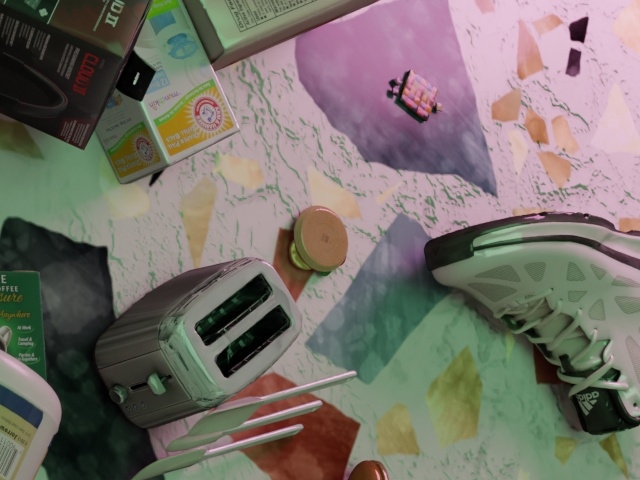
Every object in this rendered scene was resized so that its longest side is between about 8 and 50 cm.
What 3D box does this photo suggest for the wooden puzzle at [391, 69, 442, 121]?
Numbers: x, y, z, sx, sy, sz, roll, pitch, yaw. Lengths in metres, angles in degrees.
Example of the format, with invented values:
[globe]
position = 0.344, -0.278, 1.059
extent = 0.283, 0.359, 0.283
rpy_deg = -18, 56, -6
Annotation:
[wooden puzzle]
position = 0.124, -0.185, 2.214
extent = 0.083, 0.006, 0.049
rpy_deg = 35, 60, -26

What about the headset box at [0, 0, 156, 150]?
[headset box]
position = -0.298, -0.218, 1.701
extent = 0.293, 0.218, 0.110
rpy_deg = 24, 64, -9

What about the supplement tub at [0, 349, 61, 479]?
[supplement tub]
position = -0.391, 0.240, 1.553
extent = 0.228, 0.228, 0.316
rpy_deg = 34, 68, -27

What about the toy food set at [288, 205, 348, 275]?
[toy food set]
position = 0.000, 0.000, 2.063
extent = 0.082, 0.020, 0.083
rpy_deg = 17, 69, -34

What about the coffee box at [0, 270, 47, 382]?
[coffee box]
position = -0.334, 0.121, 1.759
extent = 0.113, 0.040, 0.184
rpy_deg = 0, 79, -38

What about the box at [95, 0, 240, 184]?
[box]
position = -0.194, -0.180, 1.902
extent = 0.114, 0.103, 0.203
rpy_deg = -28, 97, -38

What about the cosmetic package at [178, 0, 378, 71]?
[cosmetic package]
position = -0.049, -0.309, 1.994
extent = 0.296, 0.129, 0.153
rpy_deg = -25, 89, -30

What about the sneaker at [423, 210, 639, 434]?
[sneaker]
position = 0.322, 0.112, 2.192
extent = 0.447, 0.169, 0.258
rpy_deg = 7, 73, -39

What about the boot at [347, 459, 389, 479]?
[boot]
position = -0.007, 0.312, 1.951
extent = 0.152, 0.073, 0.197
rpy_deg = 30, 59, -24

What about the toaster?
[toaster]
position = -0.121, 0.102, 1.862
extent = 0.227, 0.146, 0.129
rpy_deg = -37, 103, -38

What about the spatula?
[spatula]
position = -0.073, 0.199, 1.871
extent = 0.242, 0.168, 0.019
rpy_deg = -10, 61, -43
